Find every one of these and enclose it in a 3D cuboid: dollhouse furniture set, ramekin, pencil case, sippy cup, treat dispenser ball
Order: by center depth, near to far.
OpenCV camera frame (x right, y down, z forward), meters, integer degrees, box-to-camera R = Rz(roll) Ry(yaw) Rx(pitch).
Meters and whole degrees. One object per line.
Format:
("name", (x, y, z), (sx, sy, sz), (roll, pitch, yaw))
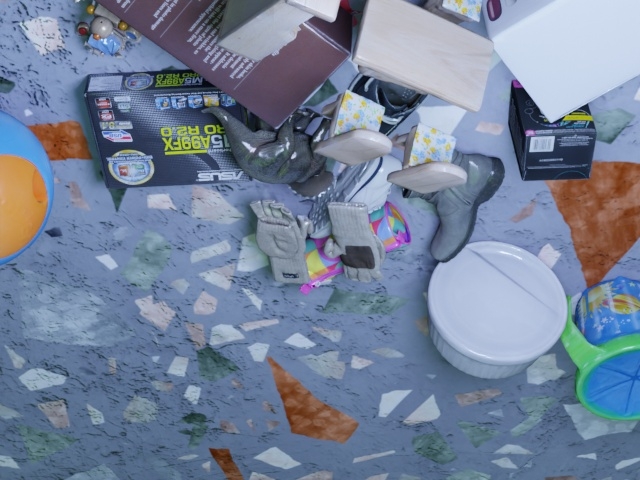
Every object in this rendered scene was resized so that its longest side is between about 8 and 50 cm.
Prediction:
("dollhouse furniture set", (0.093, -0.308, 1.594), (0.394, 0.362, 0.256), (19, 166, -24))
("treat dispenser ball", (-0.602, -0.090, 1.923), (0.288, 0.288, 0.288), (0, 134, 0))
("pencil case", (0.056, 0.014, 2.161), (0.236, 0.104, 0.104), (-29, 128, 24))
("ramekin", (0.331, 0.144, 2.185), (0.273, 0.273, 0.127), (4, 145, -4))
("sippy cup", (0.610, 0.203, 2.260), (0.240, 0.224, 0.305), (-18, 132, 15))

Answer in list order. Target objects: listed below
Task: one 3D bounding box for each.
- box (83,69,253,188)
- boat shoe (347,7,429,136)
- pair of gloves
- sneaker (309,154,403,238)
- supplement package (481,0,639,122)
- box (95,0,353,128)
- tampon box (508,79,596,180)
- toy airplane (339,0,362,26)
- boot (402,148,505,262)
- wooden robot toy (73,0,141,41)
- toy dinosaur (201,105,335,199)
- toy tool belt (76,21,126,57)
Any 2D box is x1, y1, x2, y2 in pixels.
("box", (-0.260, -0.195, 1.982), (0.270, 0.060, 0.216), (-2, 133, 1))
("boat shoe", (0.122, -0.255, 1.906), (0.114, 0.091, 0.302), (16, 131, -15))
("pair of gloves", (0.000, 0.000, 2.064), (0.240, 0.042, 0.204), (-1, 135, 22))
("sneaker", (0.065, -0.073, 2.091), (0.095, 0.090, 0.235), (21, 132, -32))
("supplement package", (0.418, -0.351, 1.780), (0.262, 0.145, 0.204), (-29, 128, 24))
("box", (-0.151, -0.367, 1.745), (0.381, 0.143, 0.191), (35, 124, -21))
("tampon box", (0.392, -0.192, 1.921), (0.120, 0.161, 0.101), (-3, 133, 0))
("toy airplane", (-0.005, -0.360, 1.848), (0.151, 0.028, 0.151), (0, 131, 0))
("boot", (0.216, -0.075, 2.078), (0.161, 0.083, 0.246), (12, 125, -22))
("wooden robot toy", (-0.335, -0.344, 1.804), (0.173, 0.079, 0.076), (26, 157, -4))
("toy dinosaur", (-0.066, -0.154, 1.934), (0.313, 0.121, 0.160), (9, 105, -44))
("toy tool belt", (-0.363, -0.328, 1.859), (0.083, 0.051, 0.052), (19, 131, -17))
